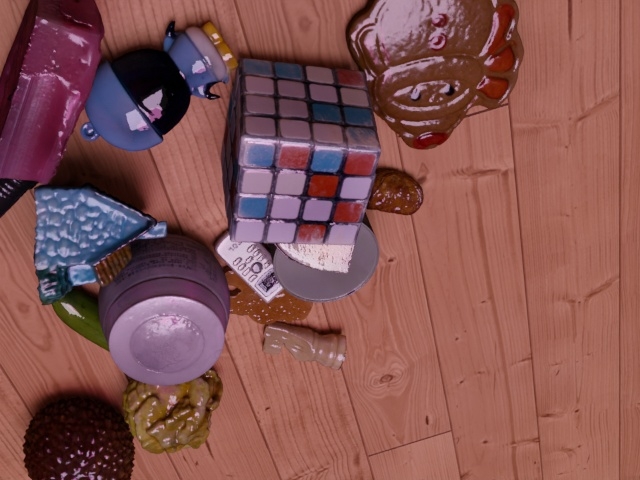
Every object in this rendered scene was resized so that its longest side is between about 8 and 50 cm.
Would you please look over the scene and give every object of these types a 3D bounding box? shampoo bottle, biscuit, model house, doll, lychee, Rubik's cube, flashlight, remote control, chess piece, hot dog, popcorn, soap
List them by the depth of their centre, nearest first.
[{"bbox_3d":[-0.474,-0.274,1.448,0.127,0.220,0.325,15,124,-30],"label":"soap"},{"bbox_3d":[-0.305,-0.277,1.538,0.314,0.141,0.177,-33,95,-3],"label":"doll"},{"bbox_3d":[-0.046,-0.163,1.586,0.256,0.259,0.253,3,133,-13],"label":"Rubik's cube"},{"bbox_3d":[-0.420,-0.001,1.620,0.240,0.261,0.226,-4,96,-13],"label":"model house"},{"bbox_3d":[-0.611,-0.100,1.627,0.232,0.093,0.093,-38,125,20],"label":"flashlight"},{"bbox_3d":[0.228,-0.354,1.661,0.358,0.074,0.381,-7,123,-6],"label":"biscuit"},{"bbox_3d":[-0.323,0.139,1.748,0.272,0.266,0.273,-6,125,-8],"label":"shampoo bottle"},{"bbox_3d":[0.155,-0.100,1.820,0.147,0.065,0.099,5,124,-30],"label":"hot dog"},{"bbox_3d":[-0.148,0.050,1.848,0.087,0.029,0.190,-42,114,0],"label":"remote control"},{"bbox_3d":[-0.130,0.128,1.930,0.236,0.040,0.144,16,124,-23],"label":"biscuit"},{"bbox_3d":[-0.563,0.509,1.962,0.267,0.267,0.268,-7,126,-9],"label":"lychee"},{"bbox_3d":[-0.341,0.388,1.963,0.259,0.212,0.259,-5,132,-5],"label":"popcorn"},{"bbox_3d":[-0.043,0.249,2.019,0.200,0.090,0.090,14,121,-10],"label":"chess piece"}]

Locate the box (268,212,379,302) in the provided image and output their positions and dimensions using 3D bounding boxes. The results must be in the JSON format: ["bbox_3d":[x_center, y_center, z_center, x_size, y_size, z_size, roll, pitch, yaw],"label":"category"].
[{"bbox_3d":[0.000,0.000,1.798,0.226,0.149,0.226,-6,126,-9],"label":"box"}]

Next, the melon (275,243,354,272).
[{"bbox_3d":[-0.020,0.008,1.678,0.182,0.054,0.098,2,118,-14],"label":"melon"}]

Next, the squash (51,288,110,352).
[{"bbox_3d":[-0.479,0.194,1.862,0.082,0.082,0.292,-39,125,14],"label":"squash"}]
